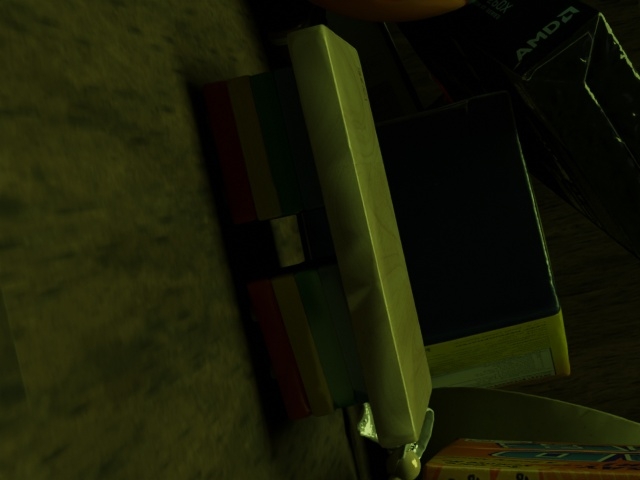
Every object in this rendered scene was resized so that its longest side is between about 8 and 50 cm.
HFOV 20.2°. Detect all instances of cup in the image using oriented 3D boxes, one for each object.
[{"bbox_3d":[0.207,0.302,1.644,0.331,0.331,0.237,63,43,-66],"label":"cup"}]

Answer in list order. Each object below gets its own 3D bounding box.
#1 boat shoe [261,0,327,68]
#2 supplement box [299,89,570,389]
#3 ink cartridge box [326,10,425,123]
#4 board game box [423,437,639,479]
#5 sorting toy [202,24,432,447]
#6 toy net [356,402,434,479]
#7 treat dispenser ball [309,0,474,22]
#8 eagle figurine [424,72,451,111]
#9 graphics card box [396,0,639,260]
[{"bbox_3d":[-0.022,-0.190,1.579,0.152,0.056,0.049,-68,151,-63],"label":"boat shoe"},{"bbox_3d":[0.107,0.024,1.623,0.356,0.194,0.195,57,21,-74],"label":"supplement box"},{"bbox_3d":[0.036,-0.203,1.805,0.261,0.066,0.296,-22,88,-83],"label":"ink cartridge box"},{"bbox_3d":[0.255,0.327,1.243,0.356,0.356,0.356,25,67,-82],"label":"board game box"},{"bbox_3d":[0.000,0.000,1.193,0.257,0.089,0.255,-25,102,-84],"label":"sorting toy"},{"bbox_3d":[0.089,0.219,1.490,0.122,0.045,0.232,-1,82,-44],"label":"toy net"},{"bbox_3d":[0.060,-0.324,1.483,0.288,0.288,0.288,-13,90,-84],"label":"treat dispenser ball"},{"bbox_3d":[0.127,-0.071,2.162,0.225,0.298,0.226,45,30,23],"label":"eagle figurine"},{"bbox_3d":[0.186,-0.150,1.631,0.233,0.094,0.371,52,-1,-30],"label":"graphics card box"}]
